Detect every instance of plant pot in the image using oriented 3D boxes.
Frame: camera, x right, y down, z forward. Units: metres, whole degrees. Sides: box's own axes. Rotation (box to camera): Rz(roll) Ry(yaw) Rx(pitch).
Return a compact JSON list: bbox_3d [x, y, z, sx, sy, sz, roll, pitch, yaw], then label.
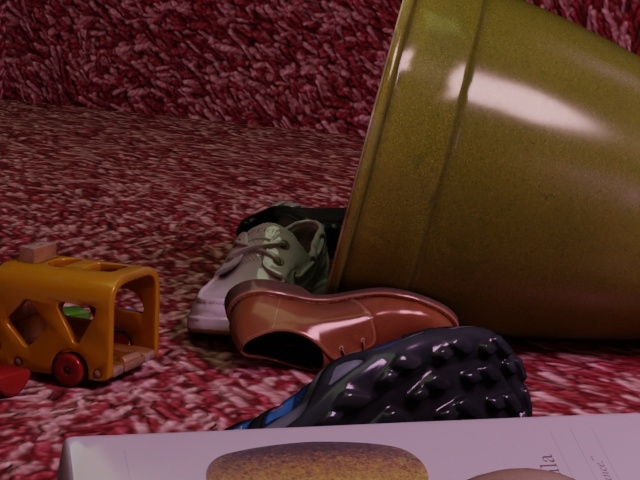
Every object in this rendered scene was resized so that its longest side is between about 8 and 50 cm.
[{"bbox_3d":[0.214,-0.052,1.465,0.352,0.367,0.366,16,11,2],"label":"plant pot"}]

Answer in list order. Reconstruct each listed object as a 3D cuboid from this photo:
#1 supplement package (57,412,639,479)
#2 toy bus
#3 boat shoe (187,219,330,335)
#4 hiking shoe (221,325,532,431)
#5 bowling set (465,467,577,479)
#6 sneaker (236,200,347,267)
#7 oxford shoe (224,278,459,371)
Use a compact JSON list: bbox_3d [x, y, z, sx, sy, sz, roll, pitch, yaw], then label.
[{"bbox_3d":[0.022,0.163,0.593,0.244,0.134,0.139,-1,38,-17],"label":"supplement package"},{"bbox_3d":[-0.235,0.055,1.295,0.202,0.104,0.191,-2,11,-25],"label":"toy bus"},{"bbox_3d":[-0.058,0.030,1.496,0.098,0.096,0.277,6,11,15],"label":"boat shoe"},{"bbox_3d":[-0.027,0.122,0.794,0.304,0.113,0.132,-26,20,-28],"label":"hiking shoe"},{"bbox_3d":[0.161,0.156,0.434,0.287,0.200,0.154,-8,-22,-11],"label":"bowling set"},{"bbox_3d":[0.000,0.000,1.744,0.234,0.078,0.106,6,13,37],"label":"sneaker"},{"bbox_3d":[0.022,0.087,1.345,0.212,0.076,0.076,3,40,-12],"label":"oxford shoe"}]
